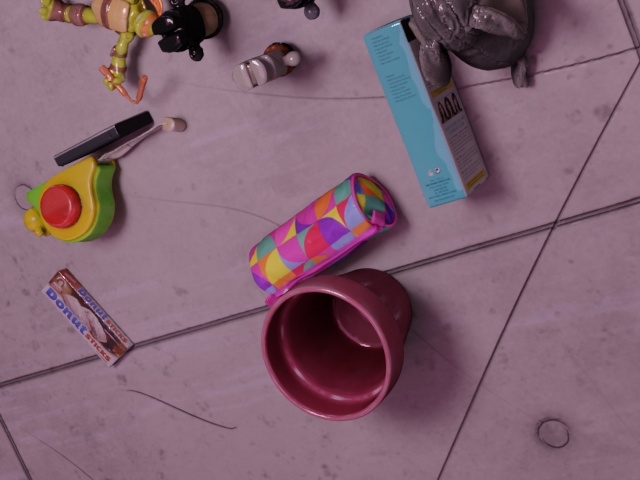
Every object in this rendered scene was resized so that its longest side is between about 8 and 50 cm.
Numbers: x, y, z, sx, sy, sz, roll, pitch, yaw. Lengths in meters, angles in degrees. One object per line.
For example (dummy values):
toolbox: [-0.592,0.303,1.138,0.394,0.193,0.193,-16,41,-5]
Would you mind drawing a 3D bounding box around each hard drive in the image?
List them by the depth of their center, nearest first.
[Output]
hard drive: [-0.335,-0.156,1.705,0.135,0.094,0.022,-22,99,31]

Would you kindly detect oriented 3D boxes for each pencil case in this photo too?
pencil case: [0.000,0.000,1.597,0.236,0.104,0.104,-38,90,32]

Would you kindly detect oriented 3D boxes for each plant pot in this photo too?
plant pot: [0.042,0.129,1.577,0.201,0.180,0.201,9,112,23]

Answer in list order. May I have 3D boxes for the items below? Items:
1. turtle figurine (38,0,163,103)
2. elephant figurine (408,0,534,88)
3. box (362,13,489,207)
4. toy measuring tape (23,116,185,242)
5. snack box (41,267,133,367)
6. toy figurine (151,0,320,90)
turtle figurine: [-0.307,-0.354,1.621,0.217,0.087,0.270,27,128,24]
elephant figurine: [0.164,-0.270,1.329,0.186,0.239,0.169,25,118,16]
box: [0.141,-0.174,1.459,0.060,0.100,0.244,-17,101,31]
toy measuring tape: [-0.334,-0.077,1.731,0.330,0.121,0.121,-25,97,23]
snack box: [-0.399,0.132,1.889,0.178,0.022,0.064,48,123,3]
toy figurine: [-0.102,-0.324,1.504,0.209,0.148,0.213,27,117,8]
